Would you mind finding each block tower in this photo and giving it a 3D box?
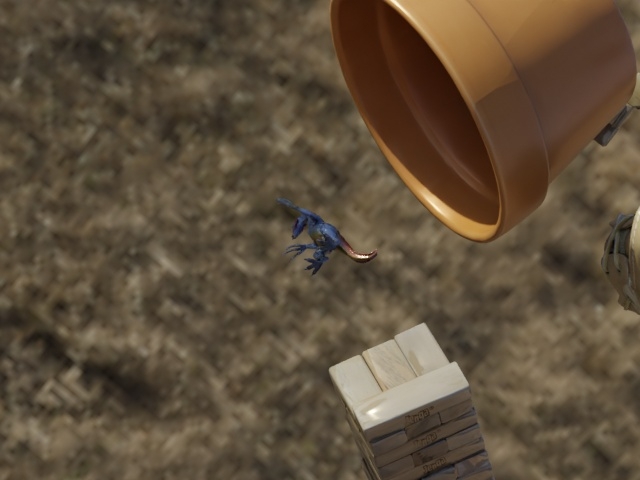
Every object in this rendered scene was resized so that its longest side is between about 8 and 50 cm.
[{"bbox_3d":[0.094,0.211,1.563,0.335,0.091,0.097,73,-9,-45],"label":"block tower"}]

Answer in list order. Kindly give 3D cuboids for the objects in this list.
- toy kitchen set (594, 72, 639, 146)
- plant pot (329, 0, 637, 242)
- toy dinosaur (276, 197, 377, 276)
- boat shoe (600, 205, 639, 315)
[{"bbox_3d":[0.331,-0.120,1.969,0.075,0.083,0.068,39,11,13],"label":"toy kitchen set"},{"bbox_3d":[0.173,-0.170,1.871,0.203,0.291,0.291,-30,67,-15],"label":"plant pot"},{"bbox_3d":[0.000,0.000,1.567,0.090,0.047,0.082,17,22,-3],"label":"toy dinosaur"},{"bbox_3d":[0.323,0.023,1.882,0.098,0.109,0.302,19,-10,19],"label":"boat shoe"}]
